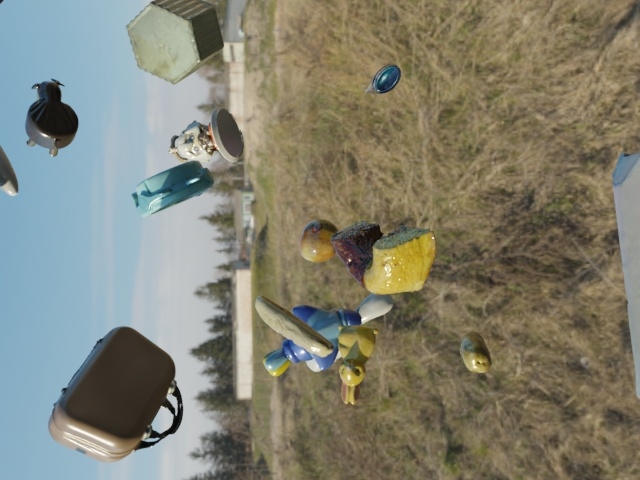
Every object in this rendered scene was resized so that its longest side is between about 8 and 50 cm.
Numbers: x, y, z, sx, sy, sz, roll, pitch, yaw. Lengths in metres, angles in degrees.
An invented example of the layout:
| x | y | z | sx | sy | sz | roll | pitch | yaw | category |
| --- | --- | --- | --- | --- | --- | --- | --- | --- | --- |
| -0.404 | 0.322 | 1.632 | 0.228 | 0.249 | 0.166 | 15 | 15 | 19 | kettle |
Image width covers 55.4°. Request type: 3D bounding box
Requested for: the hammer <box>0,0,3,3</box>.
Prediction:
| x | y | z | sx | sy | sz | roll | pitch | yaw | category |
| --- | --- | --- | --- | --- | --- | --- | --- | --- | --- |
| -0.427 | -0.331 | 0.810 | 0.062 | 0.017 | 0.182 | 51 | -125 | -50 | hammer |

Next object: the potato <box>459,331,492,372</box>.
| x | y | z | sx | sy | sz | roll | pitch | yaw | category |
| --- | --- | --- | --- | --- | --- | --- | --- | --- | --- |
| 0.442 | 0.319 | 1.740 | 0.107 | 0.080 | 0.170 | 56 | -170 | -5 | potato |

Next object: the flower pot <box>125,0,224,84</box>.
| x | y | z | sx | sy | sz | roll | pitch | yaw | category |
| --- | --- | --- | --- | --- | --- | --- | --- | --- | --- |
| -0.422 | -0.597 | 1.786 | 0.209 | 0.239 | 0.189 | -63 | 0 | 35 | flower pot |

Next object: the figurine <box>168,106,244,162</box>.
| x | y | z | sx | sy | sz | roll | pitch | yaw | category |
| --- | --- | --- | --- | --- | --- | --- | --- | --- | --- |
| -0.271 | -0.227 | 1.407 | 0.132 | 0.154 | 0.132 | -12 | -90 | -69 | figurine |

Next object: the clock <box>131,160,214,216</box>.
| x | y | z | sx | sy | sz | roll | pitch | yaw | category |
| --- | --- | --- | --- | --- | --- | --- | --- | --- | --- |
| -0.409 | -0.150 | 1.702 | 0.094 | 0.224 | 0.274 | 65 | 161 | -5 | clock |

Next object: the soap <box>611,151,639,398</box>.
| x | y | z | sx | sy | sz | roll | pitch | yaw | category |
| --- | --- | --- | --- | --- | --- | --- | --- | --- | --- |
| 0.678 | 0.044 | 0.950 | 0.213 | 0.350 | 0.435 | 115 | 155 | -81 | soap |

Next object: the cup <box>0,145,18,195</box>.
| x | y | z | sx | sy | sz | roll | pitch | yaw | category |
| --- | --- | --- | --- | --- | --- | --- | --- | --- | --- |
| -0.527 | -0.087 | 0.761 | 0.173 | 0.167 | 0.300 | 59 | -152 | 0 | cup |

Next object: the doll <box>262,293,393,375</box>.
| x | y | z | sx | sy | sz | roll | pitch | yaw | category |
| --- | --- | --- | --- | --- | --- | --- | --- | --- | --- |
| 0.017 | 0.300 | 1.851 | 0.366 | 0.187 | 0.376 | -1 | -58 | -57 | doll |

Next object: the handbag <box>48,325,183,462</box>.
| x | y | z | sx | sy | sz | roll | pitch | yaw | category |
| --- | --- | --- | --- | --- | --- | --- | --- | --- | --- |
| -0.468 | 0.388 | 1.477 | 0.149 | 0.283 | 0.302 | -51 | 11 | 38 | handbag |

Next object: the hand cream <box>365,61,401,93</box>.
| x | y | z | sx | sy | sz | roll | pitch | yaw | category |
| --- | --- | --- | --- | --- | --- | --- | --- | --- | --- |
| 0.179 | -0.475 | 1.775 | 0.120 | 0.061 | 0.270 | -50 | 12 | 12 | hand cream |

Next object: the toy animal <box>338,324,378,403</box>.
| x | y | z | sx | sy | sz | roll | pitch | yaw | category |
| --- | --- | --- | --- | --- | --- | --- | --- | --- | --- |
| 0.072 | 0.257 | 1.262 | 0.070 | 0.083 | 0.159 | 46 | -132 | -51 | toy animal |

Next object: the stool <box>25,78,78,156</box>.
| x | y | z | sx | sy | sz | roll | pitch | yaw | category |
| --- | --- | --- | --- | --- | --- | --- | --- | --- | --- |
| -0.717 | -0.324 | 1.614 | 0.121 | 0.125 | 0.217 | -37 | 63 | 50 | stool |

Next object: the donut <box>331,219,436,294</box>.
| x | y | z | sx | sy | sz | roll | pitch | yaw | category |
| --- | --- | --- | --- | --- | --- | --- | --- | --- | --- |
| 0.123 | 0.047 | 1.301 | 0.295 | 0.112 | 0.151 | 15 | 116 | 63 | donut |

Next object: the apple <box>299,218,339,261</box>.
| x | y | z | sx | sy | sz | roll | pitch | yaw | category |
| --- | --- | --- | --- | --- | --- | --- | --- | --- | --- |
| 0.000 | 0.002 | 1.723 | 0.126 | 0.102 | 0.126 | 16 | -90 | -79 | apple |

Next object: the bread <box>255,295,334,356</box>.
| x | y | z | sx | sy | sz | roll | pitch | yaw | category |
| --- | --- | --- | --- | --- | --- | --- | --- | --- | --- |
| -0.065 | 0.203 | 1.404 | 0.053 | 0.214 | 0.073 | -59 | -12 | 7 | bread |
